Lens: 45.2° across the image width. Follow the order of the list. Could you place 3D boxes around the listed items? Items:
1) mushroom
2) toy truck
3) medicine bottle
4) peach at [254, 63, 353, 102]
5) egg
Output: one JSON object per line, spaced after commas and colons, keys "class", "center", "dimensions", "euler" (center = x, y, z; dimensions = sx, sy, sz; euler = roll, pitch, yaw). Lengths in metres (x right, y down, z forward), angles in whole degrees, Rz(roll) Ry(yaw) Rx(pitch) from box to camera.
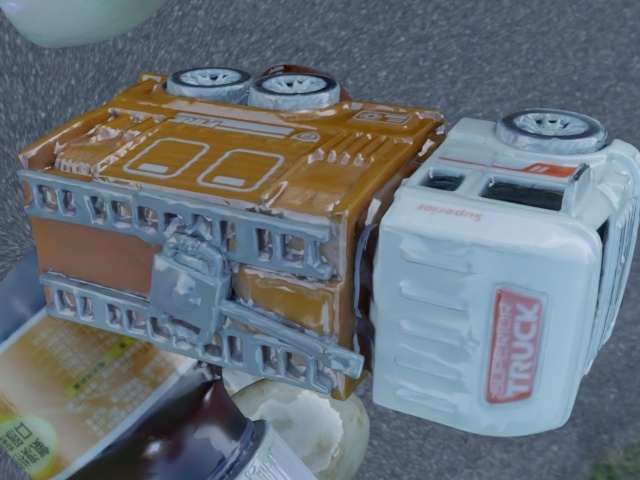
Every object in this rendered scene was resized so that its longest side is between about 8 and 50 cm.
{"class": "mushroom", "center": [-0.073, 0.296, 1.257], "dimensions": [0.298, 0.297, 0.290], "euler": [-12, 54, -20]}
{"class": "toy truck", "center": [0.000, 0.000, 0.519], "dimensions": [0.207, 0.388, 0.173], "euler": [-44, 139, -54]}
{"class": "medicine bottle", "center": [-0.167, 0.179, 0.779], "dimensions": [0.395, 0.242, 0.242], "euler": [45, 75, -4]}
{"class": "peach", "center": [-0.049, -0.142, 1.206], "dimensions": [0.238, 0.281, 0.280], "euler": [-7, 91, -14]}
{"class": "egg", "center": [-0.310, -0.431, 1.132], "dimensions": [0.201, 0.337, 0.337], "euler": [19, 81, 16]}
